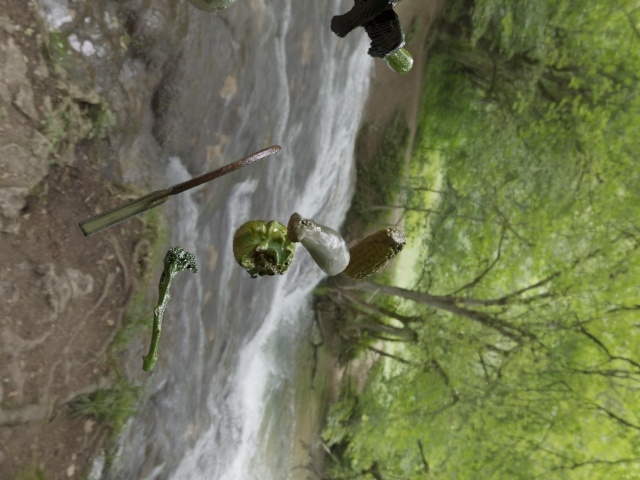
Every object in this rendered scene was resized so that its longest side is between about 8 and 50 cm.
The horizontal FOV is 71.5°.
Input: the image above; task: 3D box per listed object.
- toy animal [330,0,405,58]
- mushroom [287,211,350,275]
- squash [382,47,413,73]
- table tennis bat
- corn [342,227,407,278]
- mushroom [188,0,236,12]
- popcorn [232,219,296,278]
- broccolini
[{"bbox_3d":[0.111,-0.458,0.834,0.160,0.197,0.272,170,-101,-76],"label":"toy animal"},{"bbox_3d":[0.000,0.000,1.165,0.225,0.093,0.116,52,40,-45],"label":"mushroom"},{"bbox_3d":[0.206,-0.531,1.261,0.201,0.066,0.066,9,87,-56],"label":"squash"},{"bbox_3d":[-0.196,-0.079,0.652,0.022,0.301,0.173,68,-17,-14],"label":"table tennis bat"},{"bbox_3d":[0.179,0.050,1.598,0.347,0.130,0.130,-43,-154,56],"label":"corn"},{"bbox_3d":[-0.177,-0.661,1.036,0.097,0.352,0.109,28,36,-53],"label":"mushroom"},{"bbox_3d":[-0.168,0.031,1.271,0.212,0.198,0.197,-75,165,-70],"label":"popcorn"},{"bbox_3d":[-0.223,0.083,0.628,0.052,0.054,0.194,88,10,-54],"label":"broccolini"}]
